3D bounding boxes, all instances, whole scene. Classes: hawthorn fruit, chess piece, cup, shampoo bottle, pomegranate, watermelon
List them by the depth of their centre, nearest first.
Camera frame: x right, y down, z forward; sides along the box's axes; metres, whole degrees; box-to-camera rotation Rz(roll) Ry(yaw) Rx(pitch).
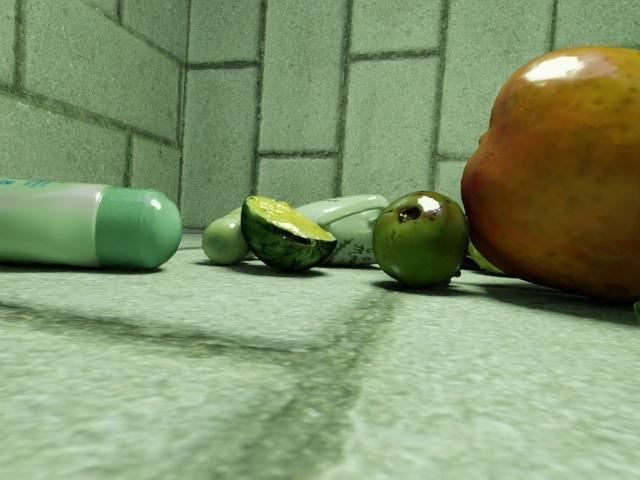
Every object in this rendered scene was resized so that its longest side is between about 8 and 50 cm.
[{"bbox_3d":[0.490,-0.106,0.713,0.473,0.470,0.472,4,2,0],"label":"hawthorn fruit"},{"bbox_3d":[-0.424,-0.027,0.716,0.351,0.151,0.222,3,-3,-10],"label":"shampoo bottle"},{"bbox_3d":[0.189,0.018,0.757,0.180,0.210,0.179,-19,20,7],"label":"pomegranate"},{"bbox_3d":[-0.076,-0.002,0.861,0.204,0.127,0.232,15,18,-44],"label":"watermelon"},{"bbox_3d":[-0.200,-0.006,0.983,0.145,0.144,0.251,4,9,5],"label":"chess piece"},{"bbox_3d":[0.058,-0.038,1.025,0.234,0.186,0.258,-3,-22,-20],"label":"cup"}]

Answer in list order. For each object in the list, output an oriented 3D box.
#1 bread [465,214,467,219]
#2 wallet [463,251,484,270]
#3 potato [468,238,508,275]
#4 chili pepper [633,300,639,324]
[{"bbox_3d":[0.592,-0.017,1.338,0.270,0.147,0.269,26,-17,8],"label":"bread"},{"bbox_3d":[0.369,0.026,1.288,0.263,0.071,0.221,21,7,2],"label":"wallet"},{"bbox_3d":[0.517,0.027,1.118,0.249,0.169,0.143,5,-41,-29],"label":"potato"},{"bbox_3d":[0.437,0.079,0.409,0.254,0.083,0.099,0,12,-11],"label":"chili pepper"}]
